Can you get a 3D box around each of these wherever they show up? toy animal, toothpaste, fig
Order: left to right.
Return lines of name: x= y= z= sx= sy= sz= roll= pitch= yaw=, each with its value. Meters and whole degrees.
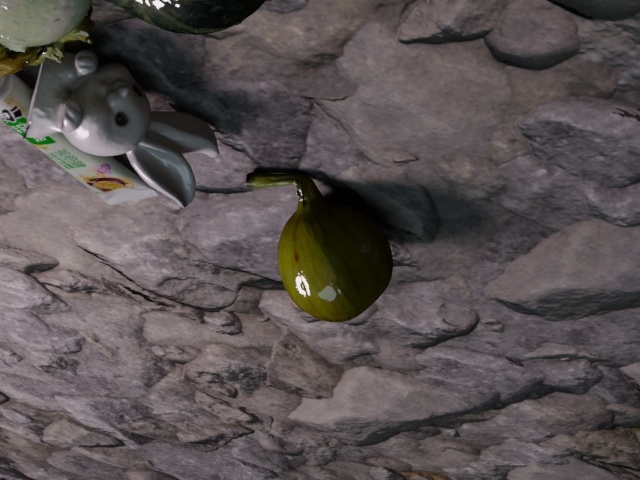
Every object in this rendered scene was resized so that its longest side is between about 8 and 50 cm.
toothpaste: x=-0.312 y=-0.124 z=1.464 sx=0.058 sy=0.056 sz=0.314 roll=41 pitch=179 yaw=42
toy animal: x=-0.208 y=-0.129 z=1.353 sx=0.220 sy=0.104 sz=0.131 roll=19 pitch=149 yaw=-14
fig: x=0.011 y=0.001 z=1.505 sx=0.142 sy=0.186 sz=0.148 roll=-20 pitch=-159 yaw=-41

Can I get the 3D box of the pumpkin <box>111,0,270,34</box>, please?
pumpkin: x=-0.121 y=-0.261 z=1.043 sx=0.190 sy=0.146 sz=0.190 roll=36 pitch=149 yaw=25

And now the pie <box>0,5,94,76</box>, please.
pie: x=-0.398 y=-0.234 z=1.168 sx=0.354 sy=0.103 sz=0.288 roll=15 pitch=179 yaw=0

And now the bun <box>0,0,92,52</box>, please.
bun: x=-0.264 y=-0.280 z=0.919 sx=0.179 sy=0.283 sz=0.283 roll=-4 pitch=156 yaw=-21
